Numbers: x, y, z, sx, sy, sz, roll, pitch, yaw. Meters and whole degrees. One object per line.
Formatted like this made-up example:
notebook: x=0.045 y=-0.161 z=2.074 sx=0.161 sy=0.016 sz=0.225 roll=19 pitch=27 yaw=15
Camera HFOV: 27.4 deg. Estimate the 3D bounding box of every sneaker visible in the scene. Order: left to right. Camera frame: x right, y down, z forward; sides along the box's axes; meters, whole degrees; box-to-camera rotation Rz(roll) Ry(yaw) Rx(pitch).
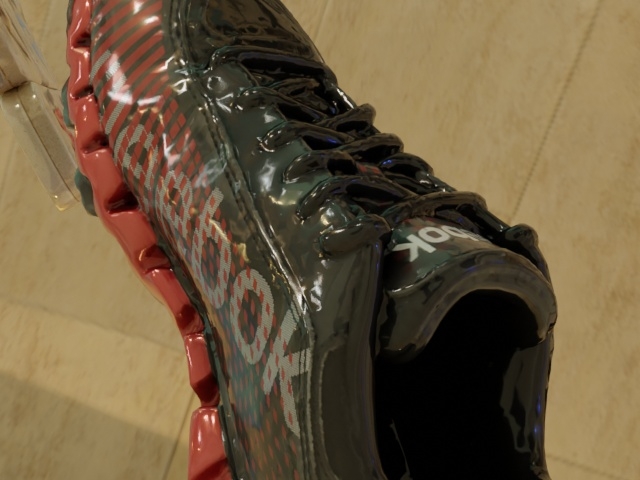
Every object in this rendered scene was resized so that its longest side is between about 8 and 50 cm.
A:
sneaker: x=0.000 y=0.000 z=0.402 sx=0.135 sy=0.097 sz=0.276 roll=-39 pitch=62 yaw=43

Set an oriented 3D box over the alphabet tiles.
alphabet tiles: x=-0.176 y=-0.145 z=0.617 sx=0.021 sy=0.278 sz=0.284 roll=-28 pitch=96 yaw=-3
